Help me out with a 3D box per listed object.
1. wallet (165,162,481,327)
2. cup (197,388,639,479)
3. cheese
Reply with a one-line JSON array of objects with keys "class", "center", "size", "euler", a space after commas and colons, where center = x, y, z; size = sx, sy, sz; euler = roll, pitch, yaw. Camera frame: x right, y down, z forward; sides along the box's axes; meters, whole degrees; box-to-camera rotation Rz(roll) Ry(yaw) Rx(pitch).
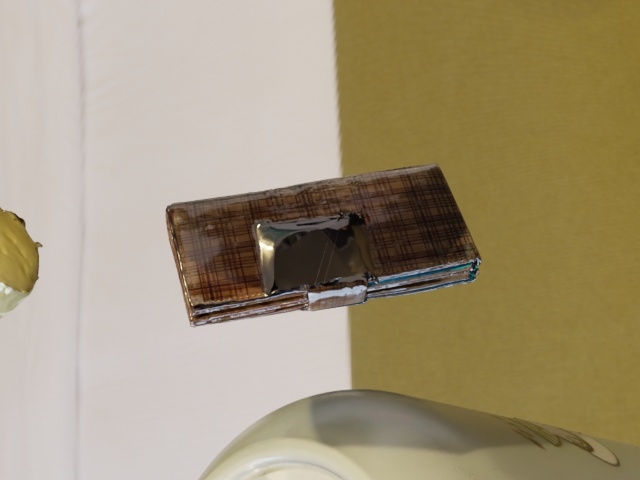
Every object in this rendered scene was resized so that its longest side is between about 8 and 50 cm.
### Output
[{"class": "wallet", "center": [0.000, 0.000, 0.896], "size": [0.042, 0.230, 0.124], "euler": [94, 162, -44]}, {"class": "cup", "center": [0.078, 0.188, 0.580], "size": [0.205, 0.312, 0.206], "euler": [-13, 68, 35]}, {"class": "cheese", "center": [-0.349, 0.048, 1.053], "size": [0.167, 0.094, 0.123], "euler": [-35, 32, 15]}]
